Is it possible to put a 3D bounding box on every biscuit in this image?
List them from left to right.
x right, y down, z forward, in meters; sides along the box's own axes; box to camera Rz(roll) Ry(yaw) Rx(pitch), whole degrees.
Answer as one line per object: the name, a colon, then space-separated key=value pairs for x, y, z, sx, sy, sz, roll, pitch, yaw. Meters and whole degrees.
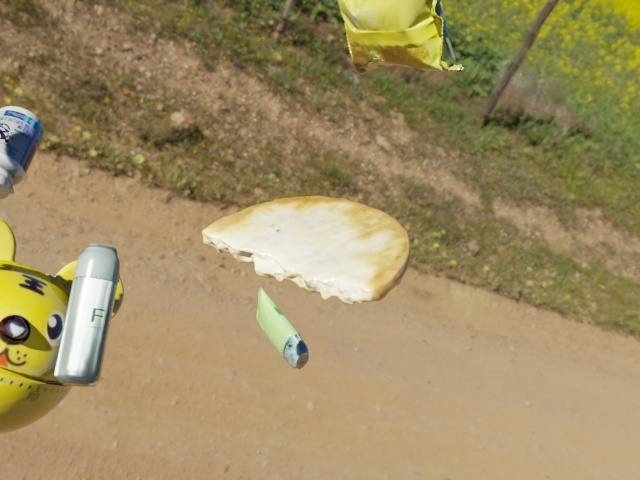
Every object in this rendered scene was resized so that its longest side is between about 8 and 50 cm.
biscuit: x=0.000 y=0.000 z=0.938 sx=0.309 sy=0.040 sz=0.204 roll=18 pitch=37 yaw=35

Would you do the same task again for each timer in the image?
timer: x=-0.617 y=0.167 z=1.288 sx=0.376 sy=0.387 sz=0.376 roll=26 pitch=-7 yaw=4

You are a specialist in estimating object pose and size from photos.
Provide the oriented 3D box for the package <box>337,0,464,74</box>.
package: x=0.108 y=-0.315 z=0.965 sx=0.090 sy=0.168 sz=0.226 roll=-39 pitch=36 yaw=-24

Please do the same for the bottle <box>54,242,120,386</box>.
bottle: x=-0.412 y=0.134 z=1.193 sx=0.096 sy=0.079 sz=0.254 roll=40 pitch=49 yaw=-61

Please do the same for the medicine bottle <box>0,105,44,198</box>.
medicine bottle: x=-0.675 y=-0.187 z=1.418 sx=0.107 sy=0.107 sz=0.192 roll=20 pitch=54 yaw=-18

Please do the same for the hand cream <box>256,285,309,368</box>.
hand cream: x=-0.080 y=0.178 z=1.307 sx=0.046 sy=0.095 sz=0.175 roll=-18 pitch=46 yaw=-27
